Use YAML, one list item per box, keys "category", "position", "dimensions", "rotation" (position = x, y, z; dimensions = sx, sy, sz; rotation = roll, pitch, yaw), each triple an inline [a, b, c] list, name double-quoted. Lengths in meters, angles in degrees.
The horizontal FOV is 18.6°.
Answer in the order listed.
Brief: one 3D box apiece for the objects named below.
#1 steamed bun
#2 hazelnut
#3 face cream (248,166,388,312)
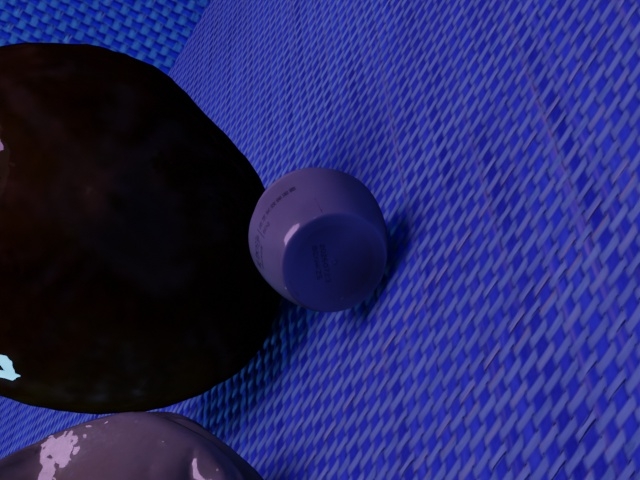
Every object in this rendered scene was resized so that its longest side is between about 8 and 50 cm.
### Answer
- category: "steamed bun"
  position: [-0.218, 0.300, 1.575]
  dimensions: [0.342, 0.255, 0.368]
  rotation: [-42, 21, 46]
- category: "hazelnut"
  position: [-0.225, -0.011, 1.880]
  dimensions: [0.353, 0.421, 0.421]
  rotation: [-52, 7, -28]
- category: "face cream"
  position: [0.000, 0.000, 1.652]
  dimensions: [0.117, 0.117, 0.104]
  rotation: [-60, 23, 13]
